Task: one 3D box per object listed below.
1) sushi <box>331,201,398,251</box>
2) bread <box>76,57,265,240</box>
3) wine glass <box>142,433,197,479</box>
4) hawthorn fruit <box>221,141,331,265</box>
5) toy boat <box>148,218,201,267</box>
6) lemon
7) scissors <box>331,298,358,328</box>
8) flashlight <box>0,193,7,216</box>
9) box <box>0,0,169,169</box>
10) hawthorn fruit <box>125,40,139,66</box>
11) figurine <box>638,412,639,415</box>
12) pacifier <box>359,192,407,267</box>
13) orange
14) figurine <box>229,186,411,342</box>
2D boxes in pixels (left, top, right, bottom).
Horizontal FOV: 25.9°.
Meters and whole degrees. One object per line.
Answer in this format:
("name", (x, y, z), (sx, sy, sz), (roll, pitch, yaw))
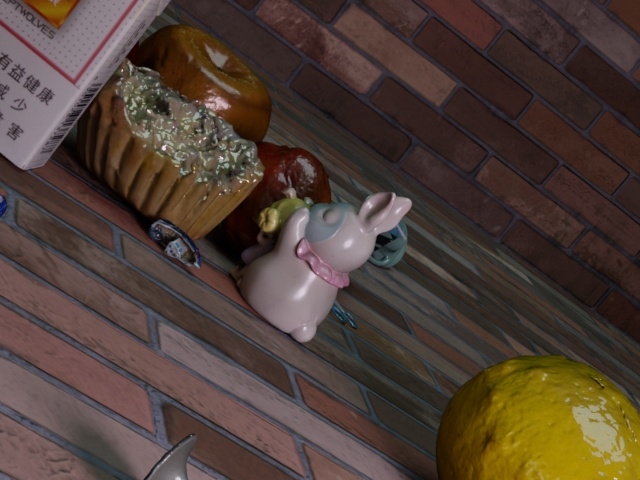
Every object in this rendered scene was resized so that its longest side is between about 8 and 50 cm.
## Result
("sushi", (-0.045, -0.024, 2.203), (0.292, 0.059, 0.294), (29, 17, 15))
("bread", (-0.213, -0.123, 1.848), (0.274, 0.149, 0.274), (36, 15, -11))
("wine glass", (-0.055, 0.245, 1.098), (0.195, 0.079, 0.079), (40, 11, 11))
("hawthorn fruit", (-0.066, -0.048, 1.991), (0.173, 0.173, 0.179), (20, 58, -59))
("toy boat", (-0.182, 0.007, 1.754), (0.083, 0.038, 0.038), (39, 11, 5))
("lemon", (0.263, 0.266, 1.597), (0.260, 0.260, 0.284), (32, -1, -32))
("scissors", (0.015, 0.088, 2.104), (0.058, 0.014, 0.119), (26, 21, -52))
("flashlight", (-0.333, -0.028, 1.393), (0.057, 0.035, 0.121), (36, 12, -9))
("box", (-0.322, -0.275, 1.643), (0.210, 0.330, 0.095), (39, 11, 1))
("hawthorn fruit", (-0.353, -0.303, 2.111), (0.169, 0.169, 0.188), (33, 17, -29))
("figurine", (0.397, 0.333, 1.903), (0.215, 0.187, 0.343), (54, 18, 17))
("pacifier", (0.096, -0.014, 2.615), (0.116, 0.127, 0.150), (1, -38, 42))
("orange", (-0.195, -0.215, 2.203), (0.249, 0.183, 0.249), (35, 20, -15))
("figurine", (0.000, 0.000, 1.830), (0.127, 0.235, 0.155), (27, 17, -48))
